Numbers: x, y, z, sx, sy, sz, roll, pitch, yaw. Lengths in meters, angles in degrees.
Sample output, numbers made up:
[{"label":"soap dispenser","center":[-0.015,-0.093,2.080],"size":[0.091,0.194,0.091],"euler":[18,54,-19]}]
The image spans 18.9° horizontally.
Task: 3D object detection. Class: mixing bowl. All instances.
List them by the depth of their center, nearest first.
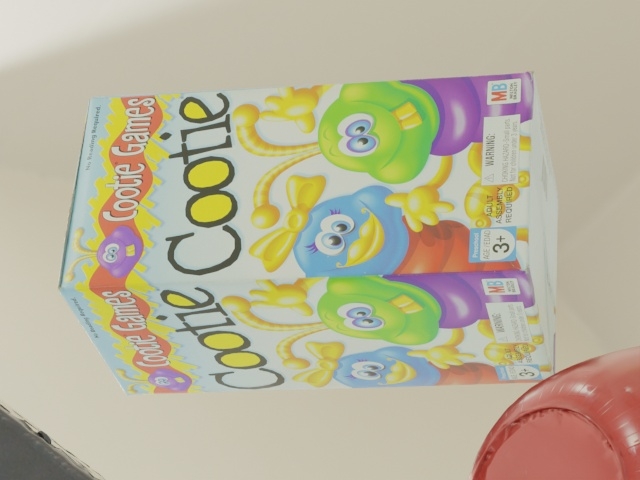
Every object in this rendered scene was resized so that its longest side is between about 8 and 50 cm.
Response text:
[{"label":"mixing bowl","center":[0.124,0.118,0.793],"size":[0.098,0.181,0.181],"euler":[18,-145,-39]}]

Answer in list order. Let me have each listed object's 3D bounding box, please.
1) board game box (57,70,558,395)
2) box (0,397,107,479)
[{"label":"board game box","center":[0.000,0.000,1.175],"size":[0.144,0.275,0.142],"euler":[67,-156,-56]},{"label":"box","center":[-0.130,0.091,0.459],"size":[0.207,0.153,0.108],"euler":[34,171,27]}]
